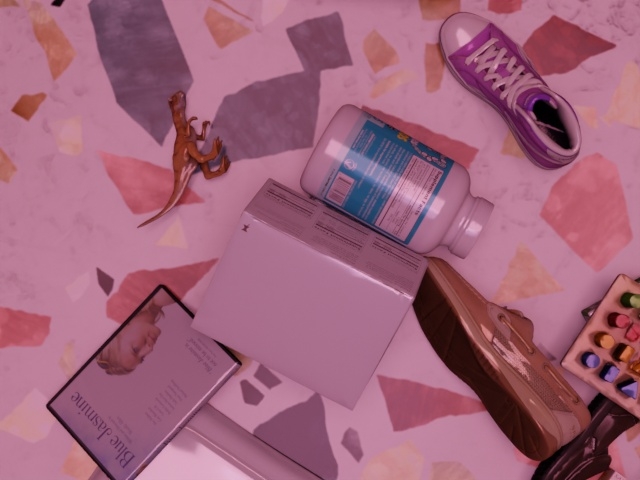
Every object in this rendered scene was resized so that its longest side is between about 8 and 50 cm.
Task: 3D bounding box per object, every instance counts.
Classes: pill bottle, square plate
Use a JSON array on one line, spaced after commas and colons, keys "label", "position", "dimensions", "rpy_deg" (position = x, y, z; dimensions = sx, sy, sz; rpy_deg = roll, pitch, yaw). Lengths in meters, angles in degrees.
[{"label": "pill bottle", "position": [0.114, -0.076, 1.867], "dimensions": [0.264, 0.146, 0.146], "rpy_deg": [30, 88, 1]}, {"label": "square plate", "position": [-0.194, 0.431, 1.899], "dimensions": [0.344, 0.049, 0.347], "rpy_deg": [34, 88, 1]}]

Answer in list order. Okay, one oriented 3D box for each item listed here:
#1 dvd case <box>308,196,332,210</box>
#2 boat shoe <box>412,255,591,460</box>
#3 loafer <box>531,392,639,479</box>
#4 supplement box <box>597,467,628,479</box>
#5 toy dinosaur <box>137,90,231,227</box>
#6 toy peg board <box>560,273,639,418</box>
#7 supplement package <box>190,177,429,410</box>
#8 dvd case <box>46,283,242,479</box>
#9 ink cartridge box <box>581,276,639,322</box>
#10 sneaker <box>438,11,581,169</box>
[{"label": "dvd case", "position": [0.000, 0.000, 1.931], "dimensions": [0.087, 0.013, 0.119], "rpy_deg": [-39, 87, -1]}, {"label": "boat shoe", "position": [0.253, 0.155, 1.874], "dimensions": [0.110, 0.121, 0.341], "rpy_deg": [-29, 76, -26]}, {"label": "loafer", "position": [0.385, 0.315, 1.880], "dimensions": [0.078, 0.080, 0.220], "rpy_deg": [40, 89, 3]}, {"label": "supplement box", "position": [0.409, 0.381, 1.886], "dimensions": [0.036, 0.062, 0.098], "rpy_deg": [37, 88, 3]}, {"label": "toy dinosaur", "position": [-0.198, -0.114, 1.924], "dimensions": [0.112, 0.064, 0.211], "rpy_deg": [1, 78, 19]}, {"label": "toy peg board", "position": [0.452, 0.156, 1.823], "dimensions": [0.161, 0.079, 0.160], "rpy_deg": [34, 90, 2]}, {"label": "supplement package", "position": [-0.015, 0.075, 1.828], "dimensions": [0.262, 0.145, 0.204], "rpy_deg": [28, 115, 2]}, {"label": "dvd case", "position": [-0.261, 0.212, 1.893], "dimensions": [0.180, 0.022, 0.253], "rpy_deg": [43, 89, 21]}, {"label": "ink cartridge box", "position": [0.483, 0.167, 1.894], "dimensions": [0.109, 0.062, 0.209], "rpy_deg": [-30, 88, 0]}, {"label": "sneaker", "position": [0.282, -0.230, 1.865], "dimensions": [0.102, 0.161, 0.282], "rpy_deg": [-42, 87, 0]}]
